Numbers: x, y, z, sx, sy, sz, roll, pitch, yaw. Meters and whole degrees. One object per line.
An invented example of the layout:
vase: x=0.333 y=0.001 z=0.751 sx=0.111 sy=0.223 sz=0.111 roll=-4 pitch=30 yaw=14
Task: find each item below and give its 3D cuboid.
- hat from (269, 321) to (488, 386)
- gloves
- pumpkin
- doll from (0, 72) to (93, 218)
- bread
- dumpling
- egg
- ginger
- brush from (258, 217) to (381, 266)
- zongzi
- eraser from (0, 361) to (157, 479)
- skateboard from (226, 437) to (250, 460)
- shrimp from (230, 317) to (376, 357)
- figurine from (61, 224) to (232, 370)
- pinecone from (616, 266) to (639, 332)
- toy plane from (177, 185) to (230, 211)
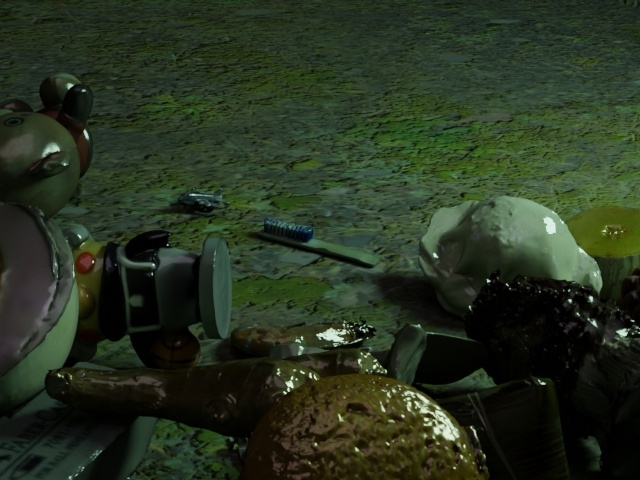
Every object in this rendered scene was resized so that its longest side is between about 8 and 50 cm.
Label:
hat: x=0.069 y=0.172 z=1.742 sx=0.214 sy=0.149 sz=0.244 roll=-14 pitch=-31 yaw=42
gloves: x=0.285 y=0.141 z=1.760 sx=0.135 sy=0.210 sz=0.312 roll=-35 pitch=46 yaw=-13
pumpkin: x=0.414 y=0.010 z=2.234 sx=0.217 sy=0.110 sz=0.217 roll=7 pitch=28 yaw=-4
doll: x=-0.410 y=-0.108 z=2.164 sx=0.235 sy=0.174 sz=0.330 roll=-19 pitch=15 yaw=15
bread: x=0.032 y=0.237 z=1.438 sx=0.240 sy=0.139 sz=0.240 roll=10 pitch=61 yaw=-18
dumpling: x=0.244 y=0.037 z=2.076 sx=0.258 sy=0.147 sz=0.193 roll=23 pitch=57 yaw=20
egg: x=-0.376 y=0.108 z=1.651 sx=0.286 sy=0.174 sz=0.264 roll=-42 pitch=52 yaw=-21
ginger: x=-0.101 y=0.149 z=1.542 sx=0.333 sy=0.081 sz=0.148 roll=-1 pitch=18 yaw=3
brush: x=0.000 y=0.001 z=2.206 sx=0.178 sy=0.030 sz=0.033 roll=15 pitch=13 yaw=17
zongzi: x=0.154 y=0.238 z=1.526 sx=0.184 sy=0.187 sz=0.084 roll=-12 pitch=-7 yaw=11
eraser: x=-0.268 y=0.225 z=1.506 sx=0.111 sy=0.077 sz=0.352 roll=15 pitch=24 yaw=15
skateboard: x=-0.073 y=0.194 z=1.638 sx=0.032 sy=0.083 sz=0.064 roll=0 pitch=25 yaw=-20
shrimp: x=-0.018 y=0.114 z=1.909 sx=0.190 sy=0.042 sz=0.101 roll=-2 pitch=17 yaw=-21
figurine: x=-0.225 y=0.068 z=1.797 sx=0.236 sy=0.176 sz=0.133 roll=0 pitch=9 yaw=7
pinecone: x=0.459 y=0.109 z=1.915 sx=0.185 sy=0.212 sz=0.169 roll=-24 pitch=51 yaw=23
toy plane: x=-0.174 y=-0.059 z=2.284 sx=0.083 sy=0.031 sz=0.078 roll=-12 pitch=29 yaw=-40
